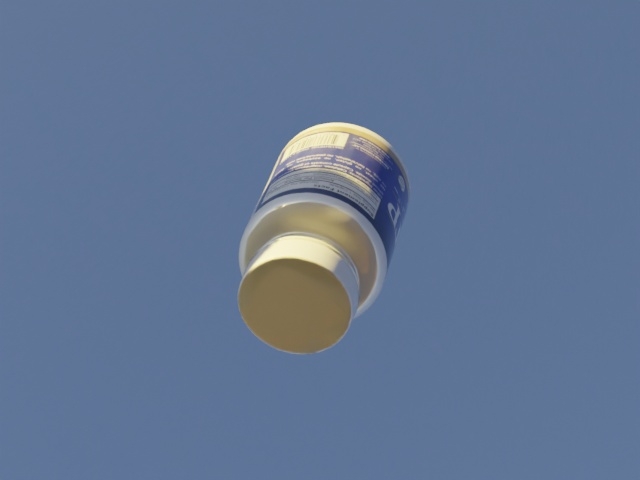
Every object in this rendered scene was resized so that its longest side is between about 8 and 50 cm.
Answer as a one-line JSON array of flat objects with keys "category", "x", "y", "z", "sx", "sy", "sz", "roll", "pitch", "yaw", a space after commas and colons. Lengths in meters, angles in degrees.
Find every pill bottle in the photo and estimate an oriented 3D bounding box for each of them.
[{"category": "pill bottle", "x": 0.000, "y": 0.000, "z": 1.299, "sx": 0.112, "sy": 0.186, "sz": 0.112, "roll": 6, "pitch": -58, "yaw": 10}]
